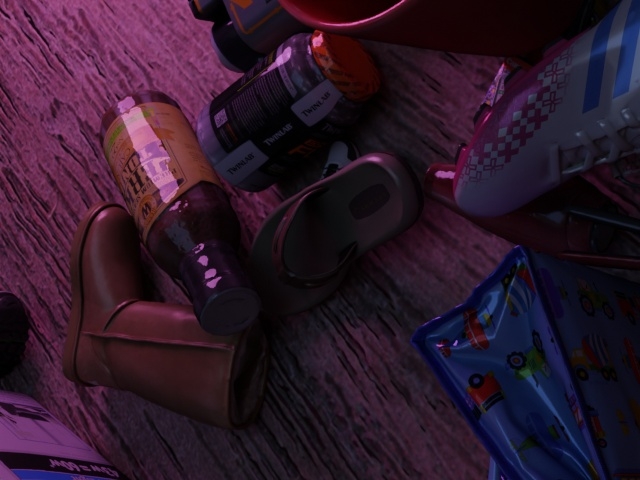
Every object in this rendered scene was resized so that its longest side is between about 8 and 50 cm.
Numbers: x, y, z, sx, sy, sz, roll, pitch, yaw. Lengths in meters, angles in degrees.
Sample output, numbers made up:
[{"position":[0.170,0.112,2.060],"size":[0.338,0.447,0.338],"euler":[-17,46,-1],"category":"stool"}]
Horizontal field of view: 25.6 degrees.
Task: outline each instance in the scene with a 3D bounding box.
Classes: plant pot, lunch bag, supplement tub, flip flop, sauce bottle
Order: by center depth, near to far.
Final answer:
[{"position":[0.243,0.170,1.167],"size":[0.138,0.221,0.293],"euler":[-43,56,25],"category":"lunch bag"},{"position":[0.120,-0.294,1.312],"size":[0.275,0.243,0.275],"euler":[-10,75,41],"category":"plant pot"},{"position":[0.000,0.000,1.451],"size":[0.112,0.080,0.277],"euler":[56,138,0],"category":"flip flop"},{"position":[-0.034,-0.146,1.534],"size":[0.190,0.117,0.117],"euler":[-35,60,30],"category":"supplement tub"},{"position":[-0.154,-0.035,1.580],"size":[0.111,0.111,0.344],"euler":[-51,43,19],"category":"sauce bottle"}]

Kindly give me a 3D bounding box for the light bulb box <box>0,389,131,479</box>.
[{"position":[-0.393,0.398,1.638],"size":[0.361,0.225,0.358],"euler":[29,98,40],"category":"light bulb box"}]

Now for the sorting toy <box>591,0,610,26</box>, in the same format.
[{"position":[0.294,-0.319,1.358],"size":[0.229,0.041,0.307],"euler":[6,91,43],"category":"sorting toy"}]

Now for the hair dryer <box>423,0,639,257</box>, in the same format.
[{"position":[0.230,-0.091,1.328],"size":[0.293,0.080,0.223],"euler":[-26,67,23],"category":"hair dryer"}]

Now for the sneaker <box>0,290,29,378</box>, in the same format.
[{"position":[-0.517,0.128,1.861],"size":[0.343,0.134,0.146],"euler":[-23,66,35],"category":"sneaker"}]

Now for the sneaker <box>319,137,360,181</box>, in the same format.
[{"position":[0.016,-0.059,1.522],"size":[0.040,0.044,0.109],"euler":[-2,77,41],"category":"sneaker"}]

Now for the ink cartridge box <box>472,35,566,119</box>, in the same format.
[{"position":[0.203,-0.154,1.389],"size":[0.063,0.029,0.115],"euler":[42,111,44],"category":"ink cartridge box"}]

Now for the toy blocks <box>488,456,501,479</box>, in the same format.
[{"position":[0.194,0.266,1.296],"size":[0.123,0.054,0.148],"euler":[-7,76,39],"category":"toy blocks"}]

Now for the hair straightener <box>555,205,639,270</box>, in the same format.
[{"position":[0.312,-0.012,1.191],"size":[0.230,0.047,0.089],"euler":[7,89,36],"category":"hair straightener"}]

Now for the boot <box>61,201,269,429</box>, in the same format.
[{"position":[-0.172,0.081,1.625],"size":[0.269,0.089,0.236],"euler":[6,92,39],"category":"boot"}]

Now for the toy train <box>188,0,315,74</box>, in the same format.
[{"position":[-0.016,-0.323,1.553],"size":[0.334,0.142,0.190],"euler":[-33,71,30],"category":"toy train"}]

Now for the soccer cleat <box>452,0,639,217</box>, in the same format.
[{"position":[0.255,-0.120,1.203],"size":[0.331,0.116,0.143],"euler":[-46,60,13],"category":"soccer cleat"}]
